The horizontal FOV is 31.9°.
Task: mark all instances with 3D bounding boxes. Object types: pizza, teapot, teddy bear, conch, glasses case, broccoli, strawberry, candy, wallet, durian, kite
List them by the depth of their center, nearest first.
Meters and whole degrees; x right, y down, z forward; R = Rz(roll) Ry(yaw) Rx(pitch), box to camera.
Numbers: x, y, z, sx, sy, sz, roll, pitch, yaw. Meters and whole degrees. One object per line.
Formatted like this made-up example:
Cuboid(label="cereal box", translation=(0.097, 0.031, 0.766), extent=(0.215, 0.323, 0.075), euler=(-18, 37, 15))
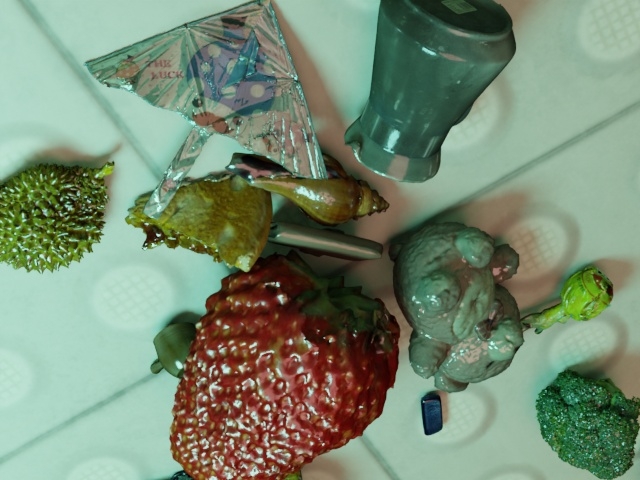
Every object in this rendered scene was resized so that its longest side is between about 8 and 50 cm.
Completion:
Cuboid(label="teapot", translation=(0.137, -0.199, 1.391), extent=(0.203, 0.171, 0.225), euler=(-17, 142, -41))
Cuboid(label="kite", translation=(-0.132, -0.157, 1.391), extent=(0.335, 0.011, 0.314), euler=(26, 104, -13))
Cuboid(label="durian", translation=(-0.335, -0.029, 1.418), extent=(0.208, 0.102, 0.146), euler=(-35, 120, 7))
Cuboid(label="pizza", translation=(-0.161, -0.019, 1.470), extent=(0.193, 0.154, 0.069), euler=(3, 146, 9))
Cuboid(label="conch", translation=(-0.005, -0.073, 1.473), extent=(0.232, 0.080, 0.086), euler=(32, 75, -35))
Cuboid(label="wallet", translation=(0.000, 0.000, 1.517), extent=(0.152, 0.118, 0.039), euler=(10, 85, -17))
Cuboid(label="strawberry", translation=(-0.049, 0.207, 1.536), extent=(0.312, 0.267, 0.351), euler=(28, 97, -40))
Cuboid(label="teddy bear", translation=(0.200, 0.099, 1.604), extent=(0.236, 0.151, 0.267), euler=(-45, 123, -21))
Cuboid(label="teapot", translation=(-0.203, 0.167, 1.611), extent=(0.085, 0.080, 0.110), euler=(0, 142, -39))
Cuboid(label="candy", translation=(0.329, 0.127, 1.721), extent=(0.262, 0.073, 0.077), euler=(-29, 149, 15))
Cuboid(label="broccoli", translation=(0.431, 0.294, 1.801), extent=(0.156, 0.195, 0.195), euler=(-20, 139, -49))
Cuboid(label="glasses case", translation=(0.179, 0.278, 1.807), extent=(0.033, 0.023, 0.083), euler=(-16, 129, -9))

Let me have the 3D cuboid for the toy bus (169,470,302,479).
Cuboid(label="toy bus", translation=(-0.152, 0.451, 1.758), extent=(0.275, 0.167, 0.139), euler=(-11, 127, -5))
